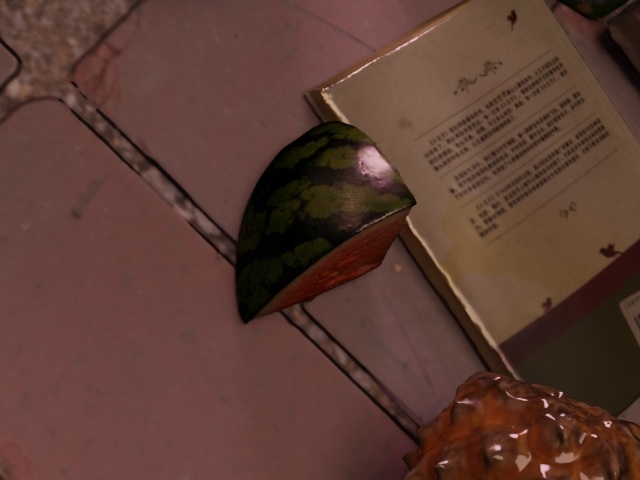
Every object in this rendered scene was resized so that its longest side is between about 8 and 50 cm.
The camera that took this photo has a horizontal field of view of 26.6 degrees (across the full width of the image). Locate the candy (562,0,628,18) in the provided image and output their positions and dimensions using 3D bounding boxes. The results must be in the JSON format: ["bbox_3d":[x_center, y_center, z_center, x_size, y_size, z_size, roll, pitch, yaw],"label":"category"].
[{"bbox_3d":[0.145,-0.248,0.948,0.195,0.062,0.097,28,67,-14],"label":"candy"}]

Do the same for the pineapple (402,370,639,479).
[{"bbox_3d":[0.086,0.260,0.751,0.175,0.175,0.361,23,84,-15],"label":"pineapple"}]

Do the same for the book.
[{"bbox_3d":[0.145,-0.024,0.908,0.201,0.026,0.289,-33,90,-26],"label":"book"}]

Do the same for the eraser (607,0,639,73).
[{"bbox_3d":[0.363,-0.065,0.974,0.144,0.078,0.343,-41,96,-28],"label":"eraser"}]

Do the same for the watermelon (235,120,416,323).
[{"bbox_3d":[0.000,0.000,0.831,0.135,0.125,0.094,-51,132,3],"label":"watermelon"}]
